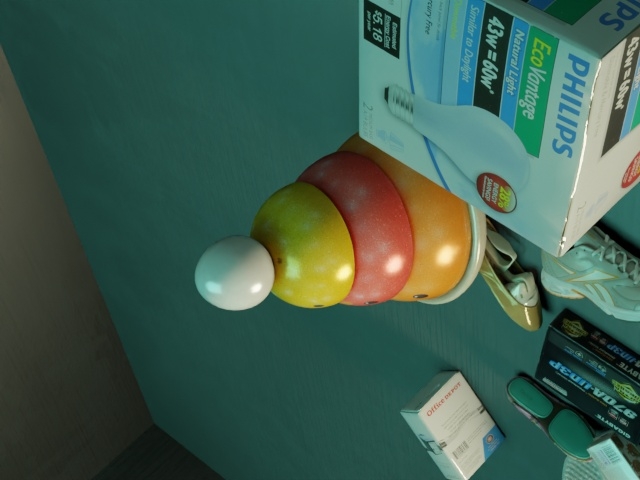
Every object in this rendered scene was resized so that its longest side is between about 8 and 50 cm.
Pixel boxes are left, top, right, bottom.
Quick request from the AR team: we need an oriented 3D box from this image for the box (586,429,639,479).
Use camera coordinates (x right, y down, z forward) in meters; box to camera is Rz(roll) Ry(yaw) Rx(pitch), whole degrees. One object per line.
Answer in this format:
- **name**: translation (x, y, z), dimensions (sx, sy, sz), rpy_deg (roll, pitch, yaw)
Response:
- **box**: translation (0.608, 0.486, 1.912), dimensions (0.324, 0.063, 0.067), rpy_deg (55, 135, 6)

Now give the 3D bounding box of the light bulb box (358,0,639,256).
- **light bulb box**: translation (0.255, -0.234, 1.401), dimensions (0.361, 0.225, 0.358), rpy_deg (34, 149, 28)

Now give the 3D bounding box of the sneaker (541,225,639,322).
- **sneaker**: translation (0.440, 0.040, 1.625), dimensions (0.262, 0.099, 0.121), rpy_deg (15, 133, 46)

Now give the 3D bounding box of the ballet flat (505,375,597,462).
- **ballet flat**: translation (0.449, 0.346, 2.033), dimensions (0.221, 0.077, 0.079), rpy_deg (39, 173, 31)

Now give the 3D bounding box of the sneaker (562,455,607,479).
- **sneaker**: translation (0.569, 0.549, 2.069), dimensions (0.126, 0.127, 0.321), rpy_deg (-11, 92, 53)

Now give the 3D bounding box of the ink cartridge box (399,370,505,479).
- **ink cartridge box**: translation (0.282, 0.394, 2.251), dimensions (0.190, 0.139, 0.082), rpy_deg (55, 154, -10)

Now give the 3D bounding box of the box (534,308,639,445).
- **box**: translation (0.489, 0.240, 1.848), dimensions (0.220, 0.051, 0.175), rpy_deg (35, 149, 24)

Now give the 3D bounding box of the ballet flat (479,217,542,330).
- **ballet flat**: translation (0.324, 0.058, 1.836), dimensions (0.232, 0.080, 0.073), rpy_deg (50, 142, -4)

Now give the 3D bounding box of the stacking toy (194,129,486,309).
- **stacking toy**: translation (0.000, 0.000, 1.744), dimensions (0.350, 0.480, 0.350), rpy_deg (34, 134, 45)
